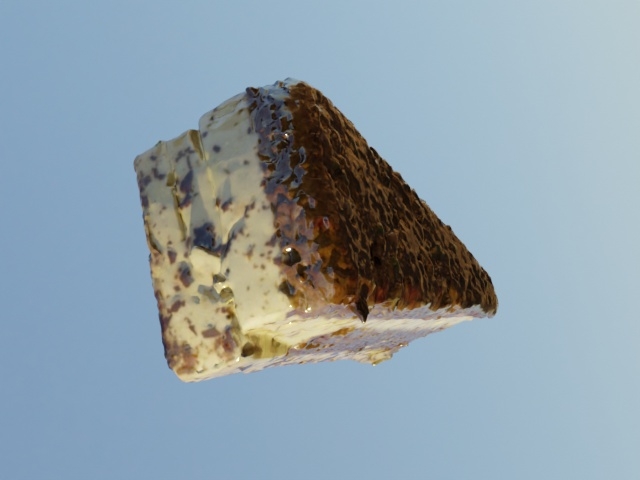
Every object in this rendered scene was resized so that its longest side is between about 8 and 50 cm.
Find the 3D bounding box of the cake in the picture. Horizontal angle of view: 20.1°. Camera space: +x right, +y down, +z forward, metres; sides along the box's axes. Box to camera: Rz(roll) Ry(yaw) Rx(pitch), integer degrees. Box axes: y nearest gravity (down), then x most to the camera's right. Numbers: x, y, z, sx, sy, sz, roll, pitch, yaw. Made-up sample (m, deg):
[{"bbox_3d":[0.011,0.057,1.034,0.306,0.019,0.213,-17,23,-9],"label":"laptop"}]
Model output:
[{"bbox_3d":[0.003,-0.004,0.979,0.246,0.112,0.135,3,-114,-64],"label":"cake"}]
